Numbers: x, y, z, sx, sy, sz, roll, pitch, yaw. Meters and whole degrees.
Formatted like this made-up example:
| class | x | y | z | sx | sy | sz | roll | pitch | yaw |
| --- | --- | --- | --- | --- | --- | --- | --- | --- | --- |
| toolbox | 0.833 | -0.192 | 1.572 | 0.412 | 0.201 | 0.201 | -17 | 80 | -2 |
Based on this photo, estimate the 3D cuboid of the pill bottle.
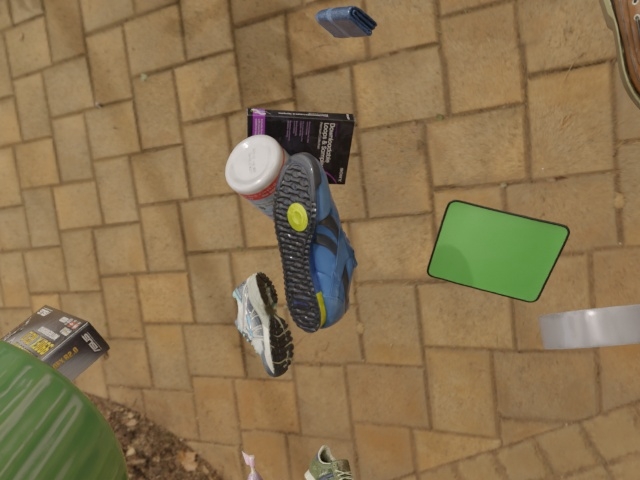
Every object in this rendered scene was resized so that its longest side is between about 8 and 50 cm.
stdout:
| class | x | y | z | sx | sy | sz | roll | pitch | yaw |
| --- | --- | --- | --- | --- | --- | --- | --- | --- | --- |
| pill bottle | -0.059 | -0.075 | 0.716 | 0.087 | 0.160 | 0.087 | -11 | 64 | 23 |

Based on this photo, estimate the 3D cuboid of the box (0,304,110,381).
| class | x | y | z | sx | sy | sz | roll | pitch | yaw |
| --- | --- | --- | --- | --- | --- | --- | --- | --- | --- |
| box | -0.446 | 0.187 | 0.749 | 0.231 | 0.183 | 0.056 | 1 | 127 | 48 |

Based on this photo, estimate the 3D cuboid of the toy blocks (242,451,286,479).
| class | x | y | z | sx | sy | sz | roll | pitch | yaw |
| --- | --- | --- | --- | --- | --- | --- | --- | --- | --- |
| toy blocks | -0.047 | 0.512 | 0.788 | 0.288 | 0.309 | 0.260 | 4 | 102 | 48 |

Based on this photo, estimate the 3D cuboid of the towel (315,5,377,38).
| class | x | y | z | sx | sy | sz | roll | pitch | yaw |
| --- | --- | --- | --- | --- | --- | --- | --- | --- | --- |
| towel | 0.043 | -0.388 | 0.880 | 0.119 | 0.067 | 0.029 | 32 | 95 | 54 |

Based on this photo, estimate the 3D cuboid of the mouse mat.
| class | x | y | z | sx | sy | sz | roll | pitch | yaw |
| --- | --- | --- | --- | --- | --- | --- | --- | --- | --- |
| mouse mat | 0.279 | 0.020 | 0.799 | 0.189 | 0.007 | 0.153 | 15 | 122 | 8 |

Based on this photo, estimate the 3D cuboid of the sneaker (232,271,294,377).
| class | x | y | z | sx | sy | sz | roll | pitch | yaw |
| --- | --- | --- | --- | --- | --- | --- | --- | --- | --- |
| sneaker | -0.162 | 0.236 | 1.347 | 0.122 | 0.110 | 0.283 | -27 | 66 | 25 |

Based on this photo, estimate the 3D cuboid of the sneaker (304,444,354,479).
| class | x | y | z | sx | sy | sz | roll | pitch | yaw |
| --- | --- | --- | --- | --- | --- | --- | --- | --- | --- |
| sneaker | 0.037 | 0.498 | 1.031 | 0.192 | 0.064 | 0.086 | 16 | 80 | 58 |

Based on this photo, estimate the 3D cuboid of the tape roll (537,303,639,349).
| class | x | y | z | sx | sy | sz | roll | pitch | yaw |
| --- | --- | --- | --- | --- | --- | --- | --- | --- | --- |
| tape roll | 0.563 | 0.176 | 1.007 | 0.219 | 0.219 | 0.072 | -10 | 77 | 25 |

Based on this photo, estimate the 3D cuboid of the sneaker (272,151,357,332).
| class | x | y | z | sx | sy | sz | roll | pitch | yaw |
| --- | --- | --- | --- | --- | --- | --- | --- | --- | --- |
| sneaker | 0.000 | 0.000 | 0.572 | 0.069 | 0.082 | 0.209 | 13 | 116 | 44 |

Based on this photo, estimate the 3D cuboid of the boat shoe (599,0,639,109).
| class | x | y | z | sx | sy | sz | roll | pitch | yaw |
| --- | --- | --- | --- | --- | --- | --- | --- | --- | --- |
| boat shoe | 0.551 | -0.324 | 0.801 | 0.110 | 0.104 | 0.307 | -26 | 88 | -7 |

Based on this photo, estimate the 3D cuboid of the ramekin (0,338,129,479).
| class | x | y | z | sx | sy | sz | roll | pitch | yaw |
| --- | --- | --- | --- | --- | --- | --- | --- | --- | --- |
| ramekin | -0.297 | 0.209 | 0.363 | 0.303 | 0.148 | 0.303 | 2 | 114 | 4 |

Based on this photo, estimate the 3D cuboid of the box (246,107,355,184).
| class | x | y | z | sx | sy | sz | roll | pitch | yaw |
| --- | --- | --- | --- | --- | --- | --- | --- | --- | --- |
| box | -0.033 | -0.143 | 0.770 | 0.162 | 0.029 | 0.116 | 0 | 130 | -8 |
